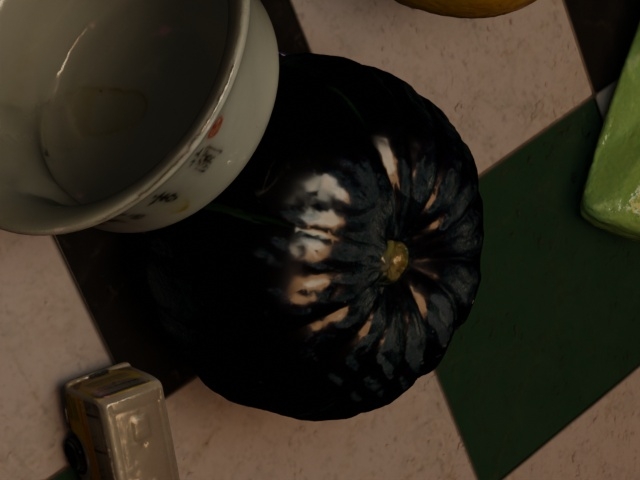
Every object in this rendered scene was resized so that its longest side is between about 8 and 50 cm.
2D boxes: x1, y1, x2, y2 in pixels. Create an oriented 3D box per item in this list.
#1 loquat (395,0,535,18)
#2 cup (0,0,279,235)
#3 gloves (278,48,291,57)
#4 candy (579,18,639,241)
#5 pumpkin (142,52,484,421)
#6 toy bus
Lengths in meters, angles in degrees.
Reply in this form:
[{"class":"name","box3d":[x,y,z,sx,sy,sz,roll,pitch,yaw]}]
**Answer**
[{"class":"loquat","box3d":[0.147,-0.377,1.794,0.328,0.328,0.359,-58,167,-14]},{"class":"cup","box3d":[-0.175,-0.147,1.595,0.163,0.347,0.347,32,77,-56]},{"class":"gloves","box3d":[-0.055,-0.171,1.835,0.086,0.026,0.064,21,87,-37]},{"class":"candy","box3d":[0.421,-0.166,2.131,0.142,0.132,0.343,36,73,-78]},{"class":"pumpkin","box3d":[0.000,0.000,1.756,0.363,0.266,0.363,-6,99,-40]},{"class":"toy bus","box3d":[-0.184,0.260,1.760,0.092,0.106,0.268,-18,108,-31]}]
